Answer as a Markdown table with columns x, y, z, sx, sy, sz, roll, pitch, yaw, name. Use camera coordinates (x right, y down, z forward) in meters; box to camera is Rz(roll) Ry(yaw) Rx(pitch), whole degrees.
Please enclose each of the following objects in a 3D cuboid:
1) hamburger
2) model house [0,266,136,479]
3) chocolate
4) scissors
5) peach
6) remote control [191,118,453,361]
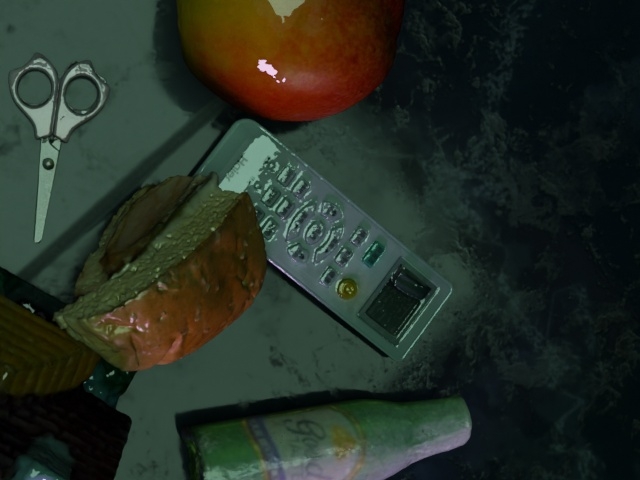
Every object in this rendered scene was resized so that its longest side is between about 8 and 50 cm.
| x | y | z | sx | sy | sz | roll | pitch | yaw | name |
| --- | --- | --- | --- | --- | --- | --- | --- | --- | --- |
| -0.137 | 0.049 | 1.198 | 0.135 | 0.208 | 0.155 | -6 | 120 | 28 | hamburger |
| -0.312 | 0.144 | 1.149 | 0.280 | 0.249 | 0.230 | 29 | 83 | -11 | model house |
| 0.011 | 0.211 | 1.299 | 0.291 | 0.110 | 0.110 | -10 | 92 | -14 | chocolate |
| -0.270 | -0.091 | 1.278 | 0.100 | 0.015 | 0.189 | 8 | 91 | -11 | scissors |
| -0.028 | -0.229 | 1.234 | 0.230 | 0.231 | 0.231 | 0 | 90 | -12 | peach |
| 0.001 | 0.000 | 1.319 | 0.293 | 0.051 | 0.103 | 39 | 83 | -13 | remote control |
